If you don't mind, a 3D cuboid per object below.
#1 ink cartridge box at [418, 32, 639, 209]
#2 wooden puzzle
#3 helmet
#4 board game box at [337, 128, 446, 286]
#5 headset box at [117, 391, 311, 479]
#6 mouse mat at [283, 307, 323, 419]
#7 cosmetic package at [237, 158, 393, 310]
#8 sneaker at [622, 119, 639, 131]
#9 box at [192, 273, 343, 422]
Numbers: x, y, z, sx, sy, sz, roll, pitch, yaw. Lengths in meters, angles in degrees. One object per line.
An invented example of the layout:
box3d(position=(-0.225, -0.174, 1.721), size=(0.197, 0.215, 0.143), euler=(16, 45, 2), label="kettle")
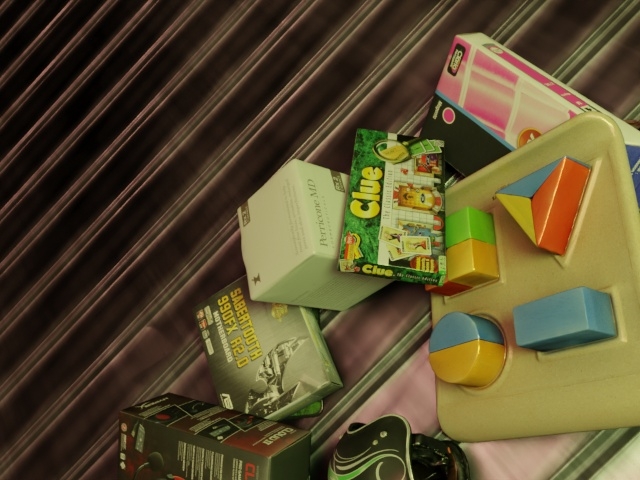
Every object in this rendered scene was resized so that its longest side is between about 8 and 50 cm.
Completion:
box3d(position=(0.296, -0.118, 0.824), size=(0.371, 0.069, 0.176), euler=(46, 139, 31), label="ink cartridge box")
box3d(position=(0.234, 0.056, 0.745), size=(0.322, 0.080, 0.348), euler=(-31, 55, 50), label="wooden puzzle")
box3d(position=(0.087, 0.304, 0.760), size=(0.161, 0.169, 0.170), euler=(-33, 57, 35), label="helmet")
box3d(position=(0.103, -0.056, 0.833), size=(0.136, 0.030, 0.260), euler=(6, 49, 3), label="board game box")
box3d(position=(-0.140, 0.356, 0.845), size=(0.293, 0.110, 0.218), euler=(6, 96, 29), label="headset box")
box3d(position=(-0.067, 0.191, 0.975), size=(0.152, 0.007, 0.190), euler=(-12, 64, 23), label="mouse mat")
box3d(position=(0.000, 0.000, 0.888), size=(0.151, 0.183, 0.151), euler=(-36, 56, 39), label="cosmetic package")
box3d(position=(0.425, -0.136, 0.761), size=(0.281, 0.162, 0.107), euler=(3, 72, 28), label="sneaker")
box3d(position=(-0.090, 0.166, 0.959), size=(0.183, 0.056, 0.231), euler=(-31, 60, 14), label="box")
